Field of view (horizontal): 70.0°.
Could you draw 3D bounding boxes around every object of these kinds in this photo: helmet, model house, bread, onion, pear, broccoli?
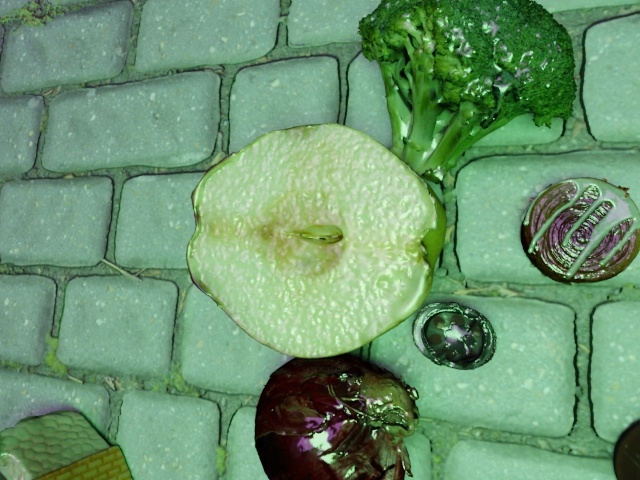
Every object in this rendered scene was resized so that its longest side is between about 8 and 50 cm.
[{"bbox_3d":[0.207,0.148,0.700,0.123,0.070,0.098,14,81,28],"label":"helmet"},{"bbox_3d":[-0.503,0.489,0.834,0.237,0.202,0.237,29,92,22],"label":"model house"},{"bbox_3d":[0.373,-0.015,0.664,0.160,0.073,0.161,-3,80,20],"label":"bread"},{"bbox_3d":[0.020,0.301,0.668,0.280,0.221,0.281,-2,87,37],"label":"onion"},{"bbox_3d":[0.000,0.000,0.734,0.386,0.191,0.341,9,91,20],"label":"pear"},{"bbox_3d":[0.204,-0.233,0.673,0.321,0.303,0.284,46,124,43],"label":"broccoli"}]

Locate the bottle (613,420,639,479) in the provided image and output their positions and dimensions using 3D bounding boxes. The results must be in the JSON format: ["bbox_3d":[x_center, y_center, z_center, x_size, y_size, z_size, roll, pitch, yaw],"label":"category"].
[{"bbox_3d":[0.415,0.280,0.462,0.143,0.336,0.144,-4,79,20],"label":"bottle"}]
